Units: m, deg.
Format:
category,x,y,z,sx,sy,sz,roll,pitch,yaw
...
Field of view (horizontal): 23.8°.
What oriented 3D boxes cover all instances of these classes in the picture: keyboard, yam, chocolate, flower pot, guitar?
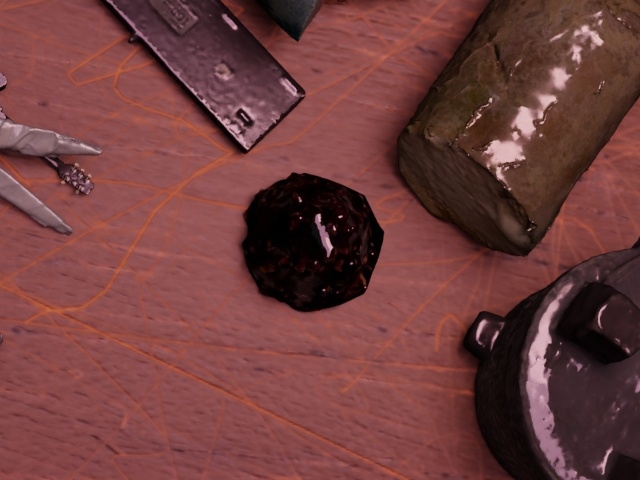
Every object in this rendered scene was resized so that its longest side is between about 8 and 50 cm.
category,x,y,z,sx,sy,sz,roll,pitch,yaw
keyboard,-0.156,-0.231,1.563,0.106,0.027,0.317,-44,96,-17
yam,0.220,-0.153,1.558,0.195,0.195,0.300,37,77,-8
chocolate,0.000,0.000,1.526,0.156,0.133,0.156,1,87,-12
flower pot,0.306,0.131,1.508,0.299,0.283,0.299,1,85,-12
guitar,-0.320,-0.123,1.514,0.233,0.025,0.088,39,76,-7

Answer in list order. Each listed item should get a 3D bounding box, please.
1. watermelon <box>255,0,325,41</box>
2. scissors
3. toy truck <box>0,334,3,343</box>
category,x,y,z,sx,sy,sz,roll,pitch,yaw
watermelon,0.024,-0.330,1.497,0.094,0.154,0.241,38,71,-7
scissors,-0.399,-0.115,1.462,0.383,0.029,0.256,25,106,-18
toy truck,-0.380,0.030,1.436,0.114,0.098,0.227,-14,94,-5
